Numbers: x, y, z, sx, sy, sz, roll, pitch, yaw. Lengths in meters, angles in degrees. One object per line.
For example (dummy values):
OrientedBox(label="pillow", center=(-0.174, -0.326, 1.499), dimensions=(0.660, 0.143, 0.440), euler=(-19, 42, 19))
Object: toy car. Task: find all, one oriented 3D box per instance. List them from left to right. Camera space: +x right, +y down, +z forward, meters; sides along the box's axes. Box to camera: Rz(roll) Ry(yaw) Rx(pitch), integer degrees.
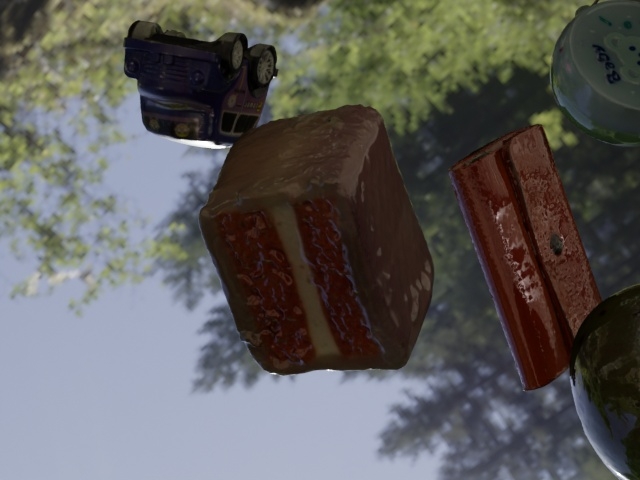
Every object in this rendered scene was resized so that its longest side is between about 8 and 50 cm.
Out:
OrientedBox(label="toy car", center=(-0.173, -0.211, 2.059), dimensions=(0.235, 0.172, 0.158), euler=(6, -86, -69))

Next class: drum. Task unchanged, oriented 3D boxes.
OrientedBox(label="drum", center=(0.300, -0.127, 1.143), dimensions=(0.253, 0.049, 0.130), euler=(0, -121, -11))

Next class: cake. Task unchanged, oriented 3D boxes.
OrientedBox(label="cake", center=(0.000, 0.000, 1.972), dimensions=(0.230, 0.237, 0.308), euler=(-66, -38, -56))

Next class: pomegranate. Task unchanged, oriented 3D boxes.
OrientedBox(label="pomegranate", center=(0.301, 0.120, 1.172), dimensions=(0.179, 0.210, 0.179), euler=(-4, -86, -62))

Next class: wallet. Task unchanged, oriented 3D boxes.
OrientedBox(label="wallet", center=(0.184, 0.011, 1.282), dimensions=(0.142, 0.045, 0.204), euler=(-29, -79, -50))
